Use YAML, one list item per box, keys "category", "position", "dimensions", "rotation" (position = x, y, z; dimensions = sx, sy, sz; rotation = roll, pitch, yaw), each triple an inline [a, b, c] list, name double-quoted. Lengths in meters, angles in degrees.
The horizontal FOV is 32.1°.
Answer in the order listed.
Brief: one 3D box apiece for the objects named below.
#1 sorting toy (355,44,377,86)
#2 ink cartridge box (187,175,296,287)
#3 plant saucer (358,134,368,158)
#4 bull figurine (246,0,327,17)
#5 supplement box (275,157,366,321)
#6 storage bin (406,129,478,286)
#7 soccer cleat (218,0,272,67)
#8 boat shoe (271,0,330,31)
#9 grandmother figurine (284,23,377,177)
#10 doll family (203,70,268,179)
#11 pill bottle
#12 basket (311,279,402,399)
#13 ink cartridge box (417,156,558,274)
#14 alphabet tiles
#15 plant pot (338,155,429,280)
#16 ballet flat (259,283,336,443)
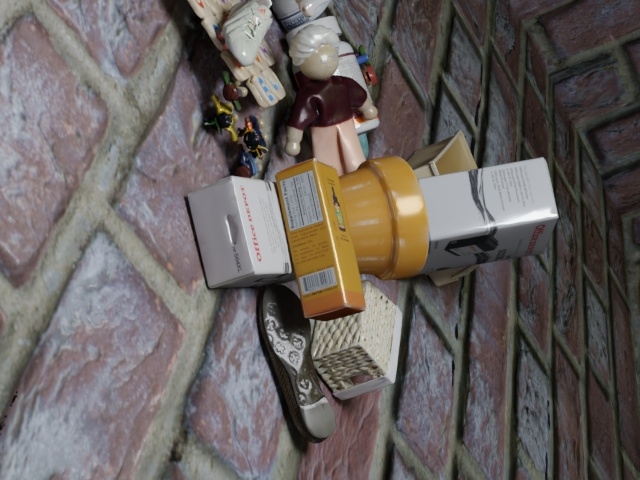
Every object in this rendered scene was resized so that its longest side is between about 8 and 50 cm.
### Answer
- category: "sorting toy"
  position: [0.086, -0.369, 2.366]
  dimensions: [0.061, 0.042, 0.102]
  rotation: [58, 12, -59]
- category: "ink cartridge box"
  position: [-0.100, -0.010, 1.671]
  dimensions: [0.203, 0.086, 0.148]
  rotation: [4, 70, -63]
- category: "plant saucer"
  position: [0.057, -0.211, 2.204]
  dimensions: [0.119, 0.021, 0.119]
  rotation: [43, 37, -45]
- category: "bull figurine"
  position: [-0.081, -0.517, 1.950]
  dimensions: [0.101, 0.188, 0.310]
  rotation: [-1, 73, -63]
- category: "supplement box"
  position: [0.000, 0.000, 1.677]
  dimensions: [0.078, 0.080, 0.233]
  rotation: [17, 60, -63]
- category: "storage bin"
  position: [0.275, -0.071, 2.422]
  dimensions: [0.260, 0.123, 0.262]
  rotation: [65, 25, -11]
- category: "soccer cleat"
  position: [-0.112, -0.334, 1.740]
  dimensions: [0.068, 0.076, 0.196]
  rotation: [53, 18, -28]
- category: "boat shoe"
  position: [-0.035, -0.562, 2.167]
  dimensions: [0.156, 0.136, 0.367]
  rotation: [53, 40, -27]
- category: "grandmother figurine"
  position: [0.023, -0.209, 1.942]
  dimensions: [0.208, 0.104, 0.342]
  rotation: [-32, 115, -44]
- category: "doll family"
  position: [-0.126, -0.168, 1.742]
  dimensions: [0.193, 0.076, 0.111]
  rotation: [59, 8, -12]
- category: "pill bottle"
  position: [0.019, -0.295, 2.071]
  dimensions: [0.121, 0.121, 0.221]
  rotation: [-25, 94, -65]
- category: "basket"
  position: [0.058, 0.160, 1.837]
  dimensions: [0.103, 0.113, 0.167]
  rotation: [51, 31, -31]
- category: "ink cartridge box"
  position: [0.276, -0.038, 2.113]
  dimensions: [0.223, 0.308, 0.129]
  rotation: [81, -1, -71]
- category: "alphabet tiles"
  position: [-0.148, -0.348, 1.834]
  dimensions: [0.284, 0.021, 0.278]
  rotation: [59, 15, -9]
- category: "plant pot"
  position: [0.051, -0.026, 1.828]
  dimensions: [0.205, 0.188, 0.205]
  rotation: [170, -90, -72]
- category: "ballet flat"
  position: [-0.041, 0.188, 1.696]
  dimensions: [0.084, 0.058, 0.249]
  rotation: [-14, 77, -29]
